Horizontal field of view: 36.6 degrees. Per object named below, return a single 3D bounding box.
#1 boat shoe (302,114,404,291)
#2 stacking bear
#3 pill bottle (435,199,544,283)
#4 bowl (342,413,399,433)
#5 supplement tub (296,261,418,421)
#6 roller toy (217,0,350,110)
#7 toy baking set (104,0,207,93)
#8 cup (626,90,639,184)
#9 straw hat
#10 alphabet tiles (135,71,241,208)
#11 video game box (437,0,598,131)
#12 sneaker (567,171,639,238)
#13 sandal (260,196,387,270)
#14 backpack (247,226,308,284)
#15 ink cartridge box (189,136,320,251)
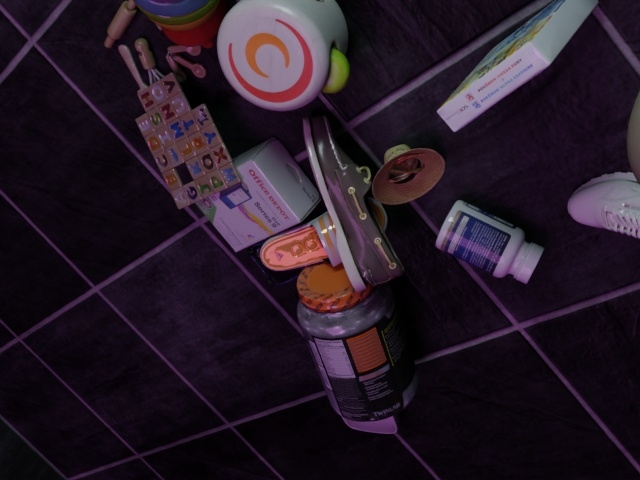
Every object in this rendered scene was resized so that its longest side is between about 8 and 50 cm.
[{"bbox_3d":[0.054,-0.075,1.706,0.097,0.116,0.324,-19,91,8],"label":"boat shoe"},{"bbox_3d":[-0.223,-0.409,1.546,0.175,0.164,0.289,37,170,12],"label":"stacking bear"},{"bbox_3d":[0.291,0.007,1.659,0.169,0.094,0.094,27,138,12],"label":"pill bottle"},{"bbox_3d":[0.106,0.361,2.147,0.142,0.053,0.142,0,126,35],"label":"bowl"},{"bbox_3d":[0.070,0.188,1.905,0.194,0.193,0.316,5,129,32],"label":"supplement tub"},{"bbox_3d":[-0.059,-0.321,1.558,0.191,0.146,0.209,-18,114,32],"label":"roller toy"},{"bbox_3d":[-0.317,-0.344,1.804,0.197,0.030,0.256,45,138,-10],"label":"toy baking set"},{"bbox_3d":[0.528,-0.137,1.233,0.331,0.331,0.237,44,165,-8],"label":"cup"},{"bbox_3d":[0.140,-0.131,1.658,0.144,0.145,0.061,111,143,-48],"label":"straw hat"},{"bbox_3d":[-0.262,-0.191,1.833,0.198,0.009,0.237,-19,99,45],"label":"alphabet tiles"},{"bbox_3d":[0.275,-0.256,1.346,0.048,0.205,0.187,46,138,-5],"label":"video game box"},{"bbox_3d":[0.487,-0.043,1.479,0.235,0.095,0.090,1,130,36],"label":"sneaker"},{"bbox_3d":[0.004,0.009,1.813,0.265,0.076,0.102,-23,110,18],"label":"sandal"},{"bbox_3d":[-0.067,0.021,1.927,0.114,0.084,0.105,-19,114,39],"label":"backpack"},{"bbox_3d":[-0.127,-0.086,1.865,0.212,0.093,0.154,-23,111,43],"label":"ink cartridge box"}]
